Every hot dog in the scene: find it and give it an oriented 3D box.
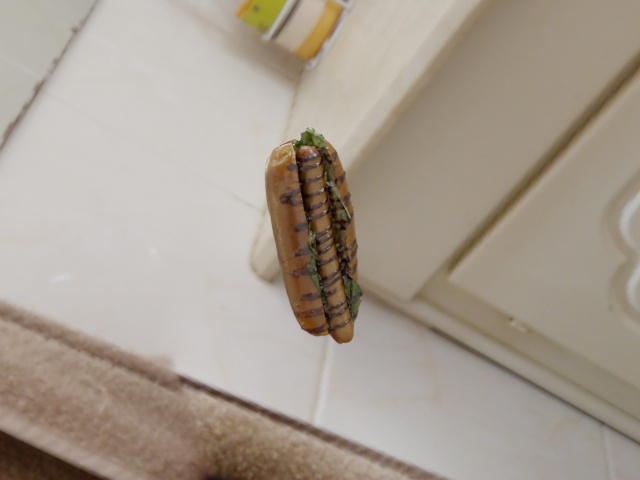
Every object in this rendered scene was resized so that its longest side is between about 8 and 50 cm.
[{"bbox_3d":[0.000,0.000,0.573,0.049,0.122,0.037,-22,19,-26],"label":"hot dog"}]
